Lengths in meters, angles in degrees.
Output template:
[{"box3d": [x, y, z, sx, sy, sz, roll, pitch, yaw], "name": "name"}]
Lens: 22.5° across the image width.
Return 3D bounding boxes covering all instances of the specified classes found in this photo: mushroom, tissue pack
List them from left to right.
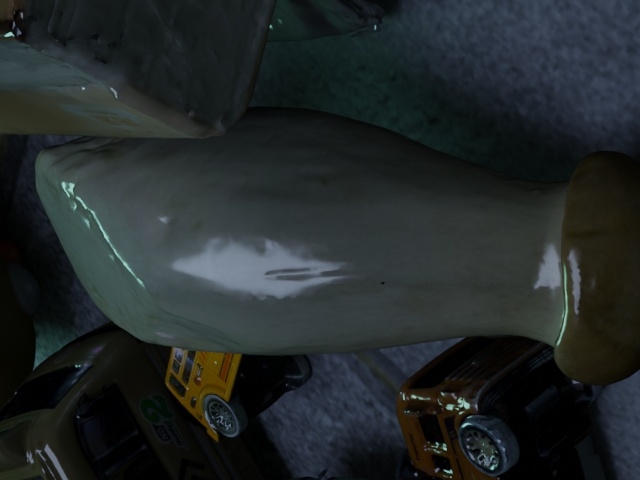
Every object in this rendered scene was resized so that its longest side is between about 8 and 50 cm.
[{"box3d": [-0.136, -0.157, 0.825, 0.305, 0.238, 0.238, 4, 119, 44], "name": "tissue pack"}, {"box3d": [0.000, 0.000, 0.781, 0.350, 0.128, 0.128, 7, 122, 22], "name": "mushroom"}]

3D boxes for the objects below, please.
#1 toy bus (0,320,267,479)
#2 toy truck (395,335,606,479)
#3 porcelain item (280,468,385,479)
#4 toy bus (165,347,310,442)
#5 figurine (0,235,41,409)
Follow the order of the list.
[{"box3d": [-0.103, 0.201, 1.041, 0.139, 0.157, 0.289, -19, 101, 50], "name": "toy bus"}, {"box3d": [0.106, 0.142, 0.847, 0.092, 0.083, 0.192, 5, 120, 50], "name": "toy truck"}, {"box3d": [0.004, 0.295, 0.900, 0.157, 0.281, 0.286, -9, 111, 47], "name": "porcelain item"}, {"box3d": [-0.041, 0.042, 0.940, 0.074, 0.069, 0.162, 40, 139, 20], "name": "toy bus"}, {"box3d": [-0.305, 0.009, 1.110, 0.285, 0.167, 0.342, 59, -176, 0], "name": "figurine"}]
